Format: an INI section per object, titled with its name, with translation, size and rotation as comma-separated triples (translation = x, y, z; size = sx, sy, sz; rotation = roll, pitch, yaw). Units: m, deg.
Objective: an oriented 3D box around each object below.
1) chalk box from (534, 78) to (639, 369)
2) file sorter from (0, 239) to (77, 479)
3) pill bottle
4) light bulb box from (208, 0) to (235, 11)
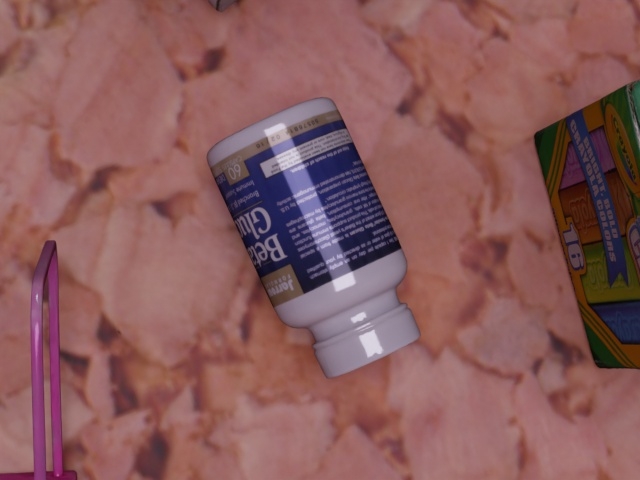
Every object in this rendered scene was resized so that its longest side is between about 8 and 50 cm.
[chalk box]
translation = 0.268, -0.025, 0.934
size = 0.180, 0.289, 0.179
rotation = -15, 88, -8
[file sorter]
translation = -0.293, 0.099, 0.885
size = 0.291, 0.202, 0.182
rotation = -1, 98, -7
[pill bottle]
translation = 0.000, 0.000, 0.999
size = 0.094, 0.094, 0.169
rotation = -25, 89, -8
[light bulb box]
translation = 0.009, -0.362, 0.879
size = 0.361, 0.358, 0.225
rotation = -40, 88, -7
